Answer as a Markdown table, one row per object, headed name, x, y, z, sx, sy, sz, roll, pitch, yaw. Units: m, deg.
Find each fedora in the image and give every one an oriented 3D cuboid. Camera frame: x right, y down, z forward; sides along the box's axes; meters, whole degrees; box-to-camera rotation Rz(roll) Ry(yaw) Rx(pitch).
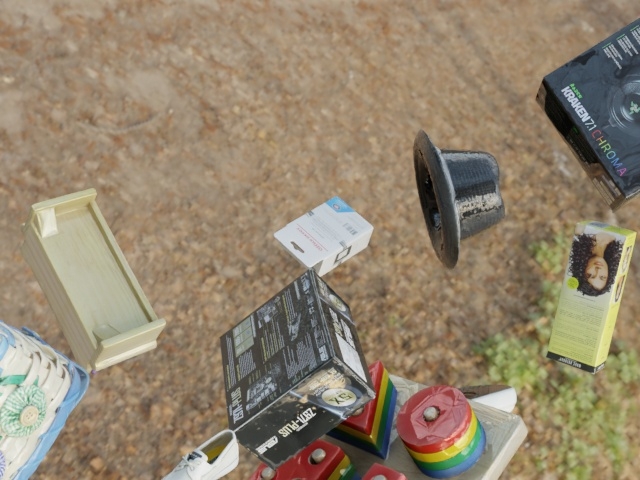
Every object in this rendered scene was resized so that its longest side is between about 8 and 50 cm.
| name | x | y | z | sx | sy | sz | roll | pitch | yaw |
| --- | --- | --- | --- | --- | --- | --- | --- | --- | --- |
| fedora | 0.298 | -0.098 | 1.997 | 0.153 | 0.334 | 0.334 | -11 | 45 | 0 |

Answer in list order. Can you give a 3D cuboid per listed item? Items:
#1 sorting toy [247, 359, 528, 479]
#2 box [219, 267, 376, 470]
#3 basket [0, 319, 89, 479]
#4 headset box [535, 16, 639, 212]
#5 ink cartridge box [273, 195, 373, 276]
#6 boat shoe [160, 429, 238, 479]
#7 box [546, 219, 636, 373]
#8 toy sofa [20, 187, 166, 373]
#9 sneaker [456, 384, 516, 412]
| name | x | y | z | sx | sy | sz | roll | pitch | yaw |
| --- | --- | --- | --- | --- | --- | --- | --- | --- | --- |
| sorting toy | 0.063 | 0.255 | 1.117 | 0.255 | 0.257 | 0.089 | -48 | 125 | -26 |
| box | -0.031 | 0.141 | 1.075 | 0.077 | 0.147 | 0.180 | 46 | 13 | -28 |
| basket | -0.390 | 0.208 | 1.060 | 0.201 | 0.289 | 0.254 | 26 | 71 | 18 |
| headset box | 0.549 | -0.229 | 1.582 | 0.246 | 0.283 | 0.131 | 59 | 1 | 10 |
| ink cartridge box | 0.000 | 0.000 | 1.799 | 0.104 | 0.060 | 0.180 | 42 | 50 | 21 |
| boat shoe | -0.104 | 0.189 | 0.786 | 0.035 | 0.035 | 0.100 | 23 | 33 | 33 |
| box | 0.432 | 0.089 | 1.521 | 0.087 | 0.232 | 0.058 | 17 | 17 | 32 |
| toy sofa | -0.485 | 0.088 | 2.001 | 0.150 | 0.177 | 0.362 | -21 | 72 | -35 |
| sneaker | 0.150 | 0.293 | 1.342 | 0.106 | 0.290 | 0.123 | 175 | -104 | -83 |
